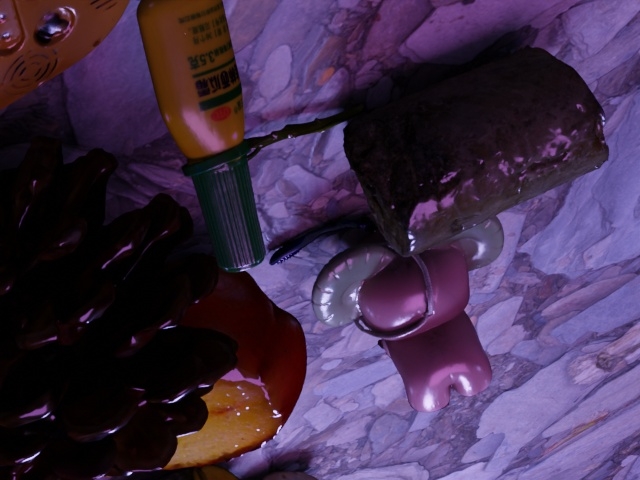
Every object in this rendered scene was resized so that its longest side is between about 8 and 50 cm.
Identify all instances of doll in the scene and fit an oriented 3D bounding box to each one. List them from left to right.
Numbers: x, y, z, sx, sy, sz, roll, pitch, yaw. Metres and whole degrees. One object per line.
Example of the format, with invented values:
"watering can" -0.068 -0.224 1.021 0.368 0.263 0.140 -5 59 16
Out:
"doll" 0.137 0.078 1.896 0.284 0.216 0.268 -24 142 -3

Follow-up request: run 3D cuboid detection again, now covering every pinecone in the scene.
"pinecone" -0.283 0.074 1.429 0.398 0.397 0.397 -20 147 -14

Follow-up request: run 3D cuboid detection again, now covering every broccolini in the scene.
"broccolini" -0.046 -0.131 1.638 0.218 0.042 0.044 -24 147 -18

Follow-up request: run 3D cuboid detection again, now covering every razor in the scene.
"razor" -0.001 -0.004 1.849 0.155 0.044 0.028 -21 117 -7

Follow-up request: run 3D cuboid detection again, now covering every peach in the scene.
"peach" -0.188 0.180 1.726 0.338 0.281 0.281 -44 148 -6

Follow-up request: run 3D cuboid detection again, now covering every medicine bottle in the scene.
"medicine bottle" -0.116 -0.116 1.406 0.111 0.076 0.308 -33 117 -47

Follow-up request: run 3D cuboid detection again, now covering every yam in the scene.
"yam" 0.183 -0.114 1.681 0.300 0.195 0.195 -24 148 -8

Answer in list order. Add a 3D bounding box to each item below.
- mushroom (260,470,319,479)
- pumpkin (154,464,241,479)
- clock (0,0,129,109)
"mushroom" -0.063 0.475 2.388 0.166 0.127 0.166 -9 122 -15
"pumpkin" -0.206 0.504 2.198 0.225 0.256 0.303 -37 171 6
"clock" -0.310 -0.225 1.168 0.317 0.200 0.244 -27 152 -17
